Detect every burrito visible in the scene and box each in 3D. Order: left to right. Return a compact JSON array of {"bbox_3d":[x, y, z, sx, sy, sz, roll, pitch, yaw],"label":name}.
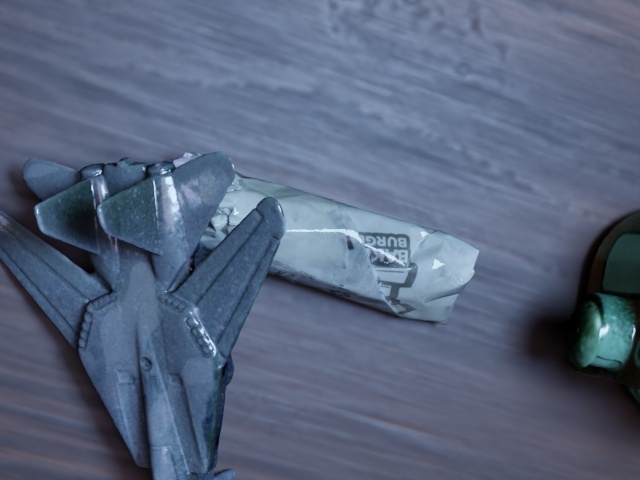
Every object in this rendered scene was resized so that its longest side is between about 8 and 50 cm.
[{"bbox_3d":[0.001,0.000,0.901,0.203,0.064,0.064,20,86,-14],"label":"burrito"}]

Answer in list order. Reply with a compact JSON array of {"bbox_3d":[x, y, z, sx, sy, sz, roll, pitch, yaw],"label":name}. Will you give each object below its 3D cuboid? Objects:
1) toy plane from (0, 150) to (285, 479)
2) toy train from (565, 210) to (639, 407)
[{"bbox_3d":[-0.082,0.078,0.869,0.088,0.212,0.267,-44,126,-50],"label":"toy plane"},{"bbox_3d":[0.308,0.060,0.943,0.326,0.129,0.159,13,86,-15],"label":"toy train"}]
